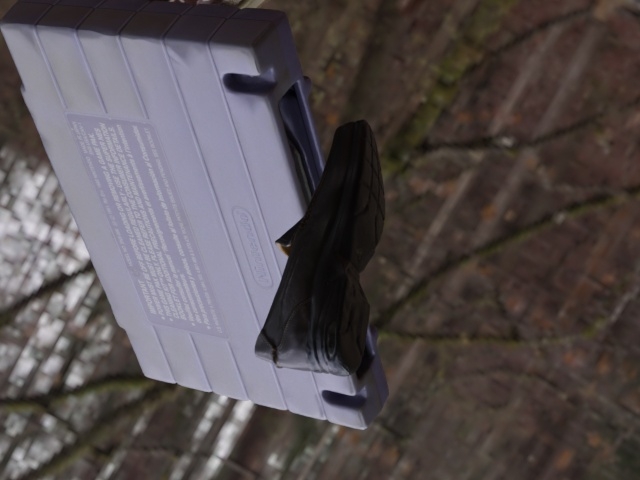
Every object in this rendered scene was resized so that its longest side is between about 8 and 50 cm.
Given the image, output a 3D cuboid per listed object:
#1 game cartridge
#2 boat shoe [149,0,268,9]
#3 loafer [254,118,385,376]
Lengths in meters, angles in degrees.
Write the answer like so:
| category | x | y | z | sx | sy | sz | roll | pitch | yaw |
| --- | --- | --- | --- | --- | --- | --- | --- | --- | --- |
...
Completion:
| category | x | y | z | sx | sy | sz | roll | pitch | yaw |
| --- | --- | --- | --- | --- | --- | --- | --- | --- | --- |
| game cartridge | -0.087 | -0.020 | 1.104 | 0.230 | 0.355 | 0.068 | 14 | -134 | 33 |
| boat shoe | -0.088 | -0.250 | 1.231 | 0.123 | 0.342 | 0.123 | 62 | -173 | -50 |
| loafer | 0.000 | 0.000 | 0.902 | 0.061 | 0.170 | 0.062 | -1 | 148 | 21 |
